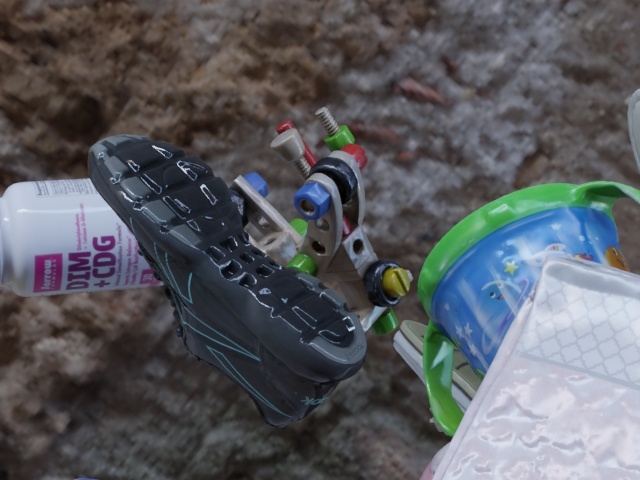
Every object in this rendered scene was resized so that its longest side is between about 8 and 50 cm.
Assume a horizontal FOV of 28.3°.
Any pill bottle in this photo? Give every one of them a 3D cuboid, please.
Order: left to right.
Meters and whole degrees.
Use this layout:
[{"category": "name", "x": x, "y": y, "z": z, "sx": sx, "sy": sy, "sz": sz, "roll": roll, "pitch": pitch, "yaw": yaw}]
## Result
[{"category": "pill bottle", "x": -0.357, "y": -0.004, "z": 1.770, "sx": 0.283, "sy": 0.160, "sz": 0.160, "roll": -4, "pitch": 43, "yaw": -20}]

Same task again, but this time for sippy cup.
[{"category": "sippy cup", "x": 0.251, "y": 0.097, "z": 1.355, "sx": 0.240, "sy": 0.305, "sz": 0.224, "roll": -12, "pitch": 53, "yaw": -16}]

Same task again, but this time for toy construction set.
[{"category": "toy construction set", "x": 0.000, "y": 0.000, "z": 1.587, "sx": 0.237, "sy": 0.257, "sz": 0.309, "roll": 55, "pitch": 26, "yaw": -20}]

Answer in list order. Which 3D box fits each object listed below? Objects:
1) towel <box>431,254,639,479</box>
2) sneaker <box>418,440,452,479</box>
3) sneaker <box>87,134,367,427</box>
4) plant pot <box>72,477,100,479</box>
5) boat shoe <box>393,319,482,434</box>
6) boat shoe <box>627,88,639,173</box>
[{"category": "towel", "x": 0.251, "y": 0.170, "z": 0.861, "sx": 0.331, "sy": 0.053, "sz": 0.317, "roll": 15, "pitch": 58, "yaw": 24}, {"category": "sneaker", "x": 0.087, "y": 0.207, "z": 0.972, "sx": 0.051, "sy": 0.070, "sz": 0.134, "roll": 31, "pitch": 58, "yaw": 8}, {"category": "sneaker", "x": -0.090, "y": 0.030, "z": 0.955, "sx": 0.267, "sy": 0.106, "sz": 0.101, "roll": 45, "pitch": 36, "yaw": 14}, {"category": "plant pot", "x": -0.310, "y": 0.424, "z": 1.512, "sx": 0.212, "sy": 0.236, "sz": 0.236, "roll": 47, "pitch": 10, "yaw": 10}, {"category": "boat shoe", "x": 0.204, "y": 0.236, "z": 1.832, "sx": 0.113, "sy": 0.103, "sz": 0.302, "roll": 5, "pitch": 31, "yaw": -52}, {"category": "boat shoe", "x": 0.360, "y": -0.009, "z": 1.042, "sx": 0.305, "sy": 0.091, "sz": 0.109, "roll": 62, "pitch": -11, "yaw": 22}]
